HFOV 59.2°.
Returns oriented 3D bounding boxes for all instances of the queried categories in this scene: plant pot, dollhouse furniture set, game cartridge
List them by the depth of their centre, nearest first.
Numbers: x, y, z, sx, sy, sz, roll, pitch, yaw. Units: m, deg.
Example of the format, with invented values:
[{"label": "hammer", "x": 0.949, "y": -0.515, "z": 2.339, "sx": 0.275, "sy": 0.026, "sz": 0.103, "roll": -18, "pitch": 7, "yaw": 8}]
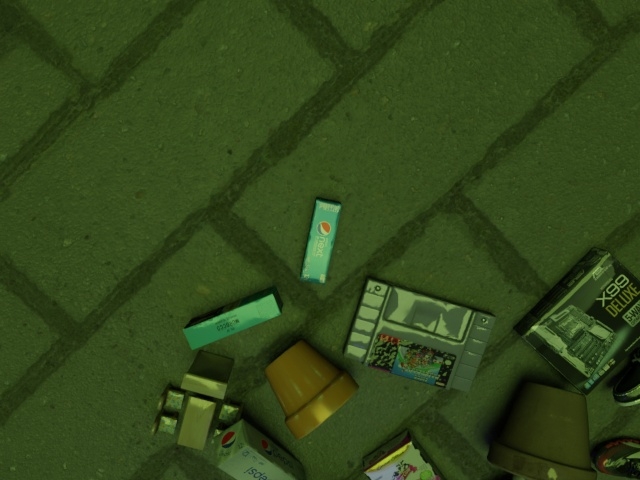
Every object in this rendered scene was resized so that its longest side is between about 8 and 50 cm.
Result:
[{"label": "plant pot", "x": -0.038, "y": 0.364, "z": 1.436, "sx": 0.205, "sy": 0.205, "sz": 0.188, "roll": -41, "pitch": 81, "yaw": 5}, {"label": "plant pot", "x": 0.579, "y": 0.490, "z": 1.444, "sx": 0.263, "sy": 0.263, "sz": 0.229, "roll": 14, "pitch": 81, "yaw": -3}, {"label": "dollhouse furniture set", "x": -0.309, "y": 0.432, "z": 1.448, "sx": 0.212, "sy": 0.161, "sz": 0.242, "roll": 16, "pitch": 99, "yaw": -3}, {"label": "game cartridge", "x": 0.257, "y": 0.252, "z": 1.481, "sx": 0.355, "sy": 0.068, "sz": 0.230, "roll": 17, "pitch": 94, "yaw": -3}]

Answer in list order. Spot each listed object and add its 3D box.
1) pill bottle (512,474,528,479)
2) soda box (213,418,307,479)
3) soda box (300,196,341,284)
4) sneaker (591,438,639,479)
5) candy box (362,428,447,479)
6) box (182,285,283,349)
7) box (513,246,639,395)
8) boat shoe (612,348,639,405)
[{"label": "pill bottle", "x": 0.507, "y": 0.752, "z": 1.507, "sx": 0.153, "sy": 0.153, "sz": 0.264, "roll": 31, "pitch": 101, "yaw": -5}, {"label": "soda box", "x": -0.149, "y": 0.579, "z": 1.450, "sx": 0.098, "sy": 0.091, "sz": 0.286, "roll": -36, "pitch": 126, "yaw": 5}, {"label": "soda box", "x": 0.000, "y": 0.000, "z": 1.428, "sx": 0.067, "sy": 0.071, "sz": 0.210, "roll": 12, "pitch": 99, "yaw": -3}, {"label": "sneaker", "x": 0.880, "y": 0.599, "z": 1.504, "sx": 0.276, "sy": 0.135, "sz": 0.097, "roll": 0, "pitch": 101, "yaw": 1}, {"label": "candy box", "x": 0.244, "y": 0.657, "z": 1.537, "sx": 0.159, "sy": 0.071, "sz": 0.233, "roll": -36, "pitch": 97, "yaw": 5}, {"label": "box", "x": -0.220, "y": 0.196, "z": 1.443, "sx": 0.244, "sy": 0.100, "sz": 0.060, "roll": -22, "pitch": 97, "yaw": 2}, {"label": "box", "x": 0.703, "y": 0.210, "z": 1.468, "sx": 0.242, "sy": 0.076, "sz": 0.307, "roll": 43, "pitch": 96, "yaw": -6}, {"label": "boat shoe", "x": 0.875, "y": 0.310, "z": 1.475, "sx": 0.302, "sy": 0.114, "sz": 0.091, "roll": -38, "pitch": 98, "yaw": -7}]
